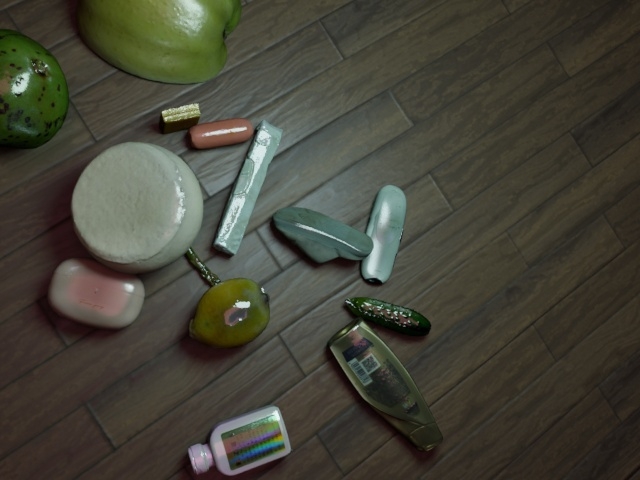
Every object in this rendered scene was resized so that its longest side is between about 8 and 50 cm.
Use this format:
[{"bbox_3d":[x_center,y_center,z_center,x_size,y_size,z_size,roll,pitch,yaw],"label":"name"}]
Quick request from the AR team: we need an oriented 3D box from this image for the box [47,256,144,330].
[{"bbox_3d":[-0.486,0.116,1.420,0.200,0.088,0.146,18,80,-12],"label":"box"}]

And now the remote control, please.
[{"bbox_3d":[0.161,-0.016,1.631,0.097,0.045,0.256,13,82,-12],"label":"remote control"}]

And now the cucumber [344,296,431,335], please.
[{"bbox_3d":[0.164,0.183,1.595,0.227,0.069,0.069,18,78,-7],"label":"cucumber"}]

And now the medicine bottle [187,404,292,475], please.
[{"bbox_3d":[-0.183,0.455,1.457,0.219,0.078,0.115,-16,89,-16],"label":"medicine bottle"}]

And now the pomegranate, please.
[{"bbox_3d":[-0.659,-0.308,1.369,0.254,0.270,0.255,25,55,-42],"label":"pomegranate"}]

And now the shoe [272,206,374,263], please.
[{"bbox_3d":[0.000,0.000,1.569,0.250,0.103,0.100,19,121,2],"label":"shoe"}]

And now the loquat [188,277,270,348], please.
[{"bbox_3d":[-0.202,0.167,1.462,0.195,0.152,0.152,-27,90,-7],"label":"loquat"}]

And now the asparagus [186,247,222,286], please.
[{"bbox_3d":[-0.298,0.024,1.514,0.034,0.027,0.236,-35,91,-6],"label":"asparagus"}]

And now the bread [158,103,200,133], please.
[{"bbox_3d":[-0.327,-0.282,1.515,0.090,0.094,0.035,-16,88,-19],"label":"bread"}]

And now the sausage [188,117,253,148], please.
[{"bbox_3d":[-0.236,-0.255,1.551,0.154,0.062,0.062,-13,86,-16],"label":"sausage"}]

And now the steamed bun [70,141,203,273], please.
[{"bbox_3d":[-0.383,-0.065,1.417,0.282,0.177,0.283,-2,80,11],"label":"steamed bun"}]

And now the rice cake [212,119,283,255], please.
[{"bbox_3d":[-0.172,-0.128,1.551,0.066,0.063,0.337,23,76,-21],"label":"rice cake"}]

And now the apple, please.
[{"bbox_3d":[-0.365,-0.569,1.549,0.360,0.312,0.320,23,122,-9],"label":"apple"}]

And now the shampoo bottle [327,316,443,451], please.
[{"bbox_3d":[0.161,0.351,1.557,0.125,0.084,0.350,-38,93,1],"label":"shampoo bottle"}]
